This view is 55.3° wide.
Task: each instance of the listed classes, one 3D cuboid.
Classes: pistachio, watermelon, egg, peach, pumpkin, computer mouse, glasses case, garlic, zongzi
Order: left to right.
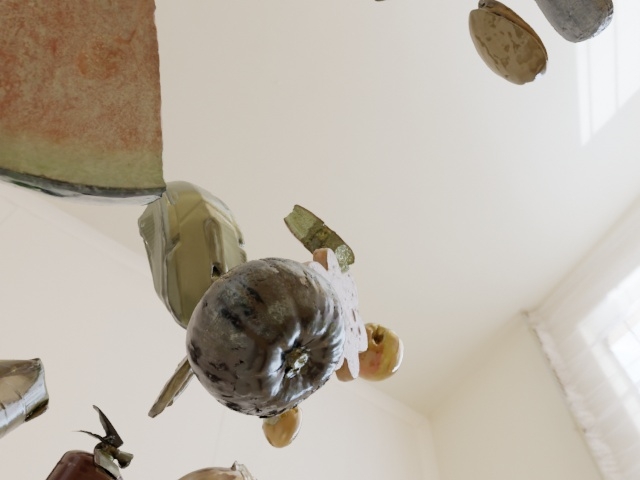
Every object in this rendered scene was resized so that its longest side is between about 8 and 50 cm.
[{"bbox_3d":[-0.650,0.280,1.032,0.289,0.122,0.260,3,-167,11],"label":"zongzi"},{"bbox_3d":[-0.221,-0.154,0.574,0.250,0.293,0.283,55,-175,-16],"label":"watermelon"},{"bbox_3d":[-0.254,0.513,1.141,0.148,0.267,0.128,57,-173,-26],"label":"garlic"},{"bbox_3d":[-0.289,0.015,1.456,0.228,0.145,0.428,2,-121,-37],"label":"computer mouse"},{"bbox_3d":[-0.073,0.137,0.860,0.233,0.233,0.163,14,-165,-45],"label":"pumpkin"},{"bbox_3d":[-0.069,0.326,1.088,0.071,0.071,0.083,33,-128,-15],"label":"egg"},{"bbox_3d":[0.161,0.347,1.874,0.184,0.184,0.184,32,-156,-16],"label":"peach"},{"bbox_3d":[0.425,-0.451,1.390,0.226,0.136,0.136,47,-157,-4],"label":"pistachio"},{"bbox_3d":[0.371,-0.450,0.987,0.282,0.067,0.109,56,165,-4],"label":"glasses case"}]

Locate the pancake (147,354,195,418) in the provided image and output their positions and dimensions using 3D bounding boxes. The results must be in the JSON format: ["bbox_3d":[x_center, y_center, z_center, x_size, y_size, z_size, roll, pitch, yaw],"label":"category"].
[{"bbox_3d":[-0.209,0.199,1.008,0.029,0.212,0.235,38,176,1],"label":"pancake"}]

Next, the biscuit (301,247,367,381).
[{"bbox_3d":[0.014,0.151,1.214,0.355,0.052,0.275,1,-104,-70],"label":"biscuit"}]

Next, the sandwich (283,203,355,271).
[{"bbox_3d":[0.000,0.000,1.695,0.244,0.090,0.088,43,178,-1],"label":"sandwich"}]

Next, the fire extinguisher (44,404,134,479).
[{"bbox_3d":[-0.326,0.345,0.756,0.105,0.105,0.268,36,-126,-8],"label":"fire extinguisher"}]
